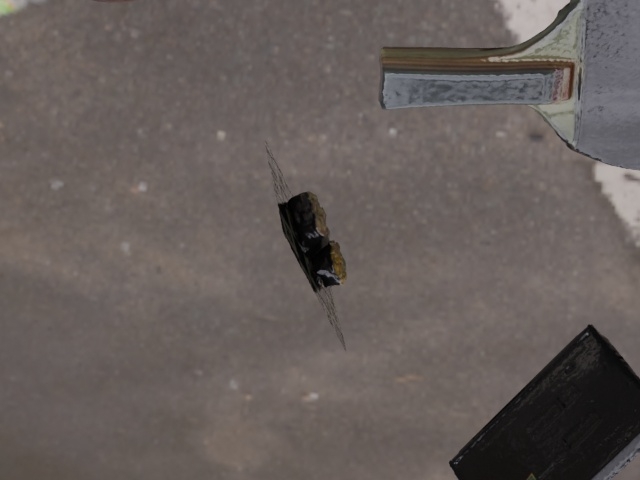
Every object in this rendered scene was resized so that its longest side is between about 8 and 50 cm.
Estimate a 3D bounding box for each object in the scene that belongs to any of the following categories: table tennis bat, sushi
[{"bbox_3d":[0.135,-0.075,0.560,0.221,0.019,0.130,-1,140,6],"label":"table tennis bat"},{"bbox_3d":[0.000,0.000,1.469,0.040,0.192,0.210,-21,129,6],"label":"sushi"}]

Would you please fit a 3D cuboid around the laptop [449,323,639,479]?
[{"bbox_3d":[0.213,0.184,1.156,0.016,0.135,0.197,30,108,-40],"label":"laptop"}]

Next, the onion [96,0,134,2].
[{"bbox_3d":[-0.212,-0.334,1.031,0.232,0.314,0.314,-23,147,5],"label":"onion"}]
